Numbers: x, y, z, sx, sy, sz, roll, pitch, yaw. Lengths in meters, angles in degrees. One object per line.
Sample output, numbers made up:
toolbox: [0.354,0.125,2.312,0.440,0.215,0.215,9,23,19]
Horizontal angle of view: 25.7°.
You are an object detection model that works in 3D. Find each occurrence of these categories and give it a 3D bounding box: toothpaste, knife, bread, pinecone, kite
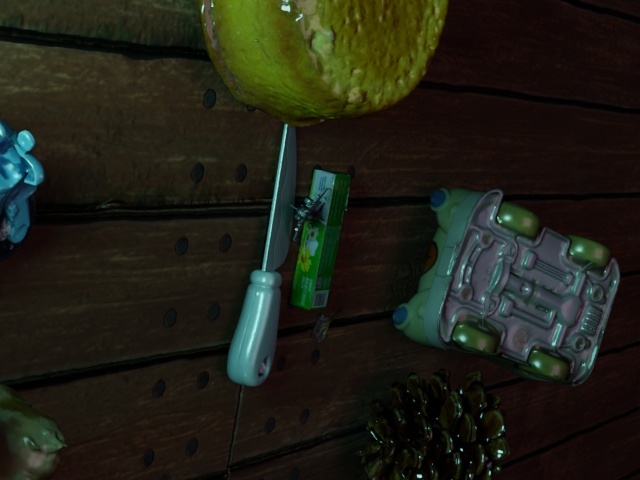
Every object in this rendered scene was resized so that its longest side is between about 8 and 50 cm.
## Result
toothpaste: [0.000,0.000,1.780,0.043,0.037,0.178,-1,104,-55]
knife: [-0.056,0.013,1.701,0.080,0.044,0.331,16,85,-67]
bread: [0.009,-0.266,1.523,0.312,0.172,0.312,-14,111,-43]
pinecone: [0.158,0.288,2.012,0.221,0.221,0.221,-32,129,-49]
kite: [0.009,0.106,1.874,0.078,0.002,0.044,-54,144,-28]

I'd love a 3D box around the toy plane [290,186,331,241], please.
toy plane: [-0.016,-0.033,1.710,0.078,0.031,0.083,-59,164,7]

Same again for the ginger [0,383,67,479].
ginger: [-0.338,0.178,1.141,0.375,0.256,0.176,57,19,-68]

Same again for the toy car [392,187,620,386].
toy car: [0.264,0.069,2.115,0.336,0.226,0.242,21,85,-33]

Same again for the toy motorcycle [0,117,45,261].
toy motorcycle: [-0.328,-0.023,1.152,0.272,0.124,0.182,-34,141,-49]
